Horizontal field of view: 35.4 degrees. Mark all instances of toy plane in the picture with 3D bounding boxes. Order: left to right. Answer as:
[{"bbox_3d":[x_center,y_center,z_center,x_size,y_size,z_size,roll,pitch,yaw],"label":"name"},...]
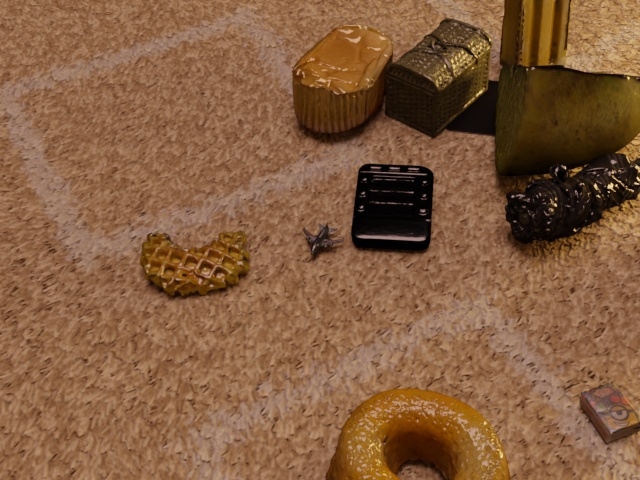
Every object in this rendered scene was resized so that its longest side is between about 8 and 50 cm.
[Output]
[{"bbox_3d":[0.000,0.000,1.812,0.079,0.031,0.083,15,49,15],"label":"toy plane"}]

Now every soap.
[{"bbox_3d":[0.448,-0.456,2.084,0.135,0.233,0.076,-21,41,-18],"label":"soap"}]

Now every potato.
[{"bbox_3d":[0.481,-0.219,1.887,0.280,0.212,0.330,5,11,-1],"label":"potato"}]

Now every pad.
[{"bbox_3d":[0.389,-0.272,2.069,0.267,0.004,0.181,8,48,9],"label":"pad"}]

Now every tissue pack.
[{"bbox_3d":[0.448,0.264,1.546,0.063,0.035,0.083,-17,47,-12],"label":"tissue pack"}]

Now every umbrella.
[{"bbox_3d":[0.488,-0.096,1.806,0.337,0.154,0.128,-22,90,-16],"label":"umbrella"}]

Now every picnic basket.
[{"bbox_3d":[0.239,-0.339,2.031,0.134,0.154,0.196,30,57,29],"label":"picnic basket"}]

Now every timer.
[{"bbox_3d":[0.135,-0.061,1.852,0.144,0.055,0.187,3,51,7],"label":"timer"}]

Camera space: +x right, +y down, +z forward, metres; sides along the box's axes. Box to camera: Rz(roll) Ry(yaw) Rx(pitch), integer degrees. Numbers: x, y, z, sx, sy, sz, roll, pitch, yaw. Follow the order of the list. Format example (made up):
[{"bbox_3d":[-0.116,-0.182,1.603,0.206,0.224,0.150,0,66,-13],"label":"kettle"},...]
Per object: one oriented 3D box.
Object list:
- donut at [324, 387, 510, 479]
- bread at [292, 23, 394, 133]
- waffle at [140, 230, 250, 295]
[{"bbox_3d":[0.143,0.327,1.448,0.278,0.108,0.277,-1,47,1],"label":"donut"},{"bbox_3d":[0.046,-0.325,2.042,0.179,0.133,0.250,14,48,17],"label":"bread"},{"bbox_3d":[-0.224,0.029,1.781,0.194,0.051,0.149,-10,49,-6],"label":"waffle"}]
